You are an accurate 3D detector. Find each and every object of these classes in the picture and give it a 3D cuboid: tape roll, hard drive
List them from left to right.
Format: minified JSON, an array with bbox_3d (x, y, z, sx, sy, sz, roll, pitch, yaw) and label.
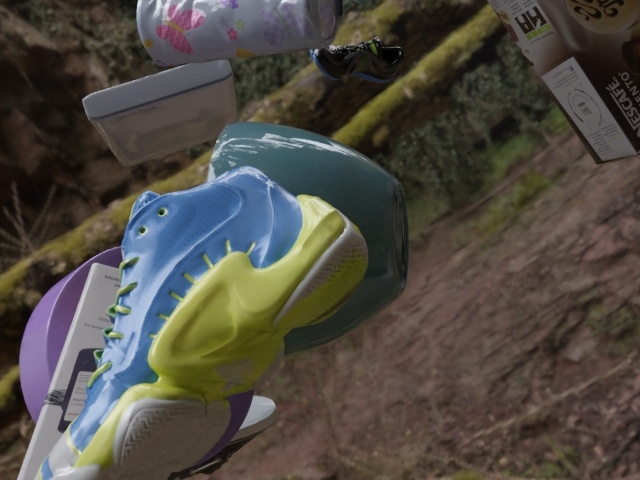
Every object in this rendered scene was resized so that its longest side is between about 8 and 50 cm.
[{"bbox_3d":[-0.215,0.147,1.192,0.275,0.275,0.090,-16,-6,-40],"label":"tape roll"},{"bbox_3d":[-0.257,-0.212,1.681,0.233,0.047,0.353,-19,-6,-5],"label":"hard drive"}]

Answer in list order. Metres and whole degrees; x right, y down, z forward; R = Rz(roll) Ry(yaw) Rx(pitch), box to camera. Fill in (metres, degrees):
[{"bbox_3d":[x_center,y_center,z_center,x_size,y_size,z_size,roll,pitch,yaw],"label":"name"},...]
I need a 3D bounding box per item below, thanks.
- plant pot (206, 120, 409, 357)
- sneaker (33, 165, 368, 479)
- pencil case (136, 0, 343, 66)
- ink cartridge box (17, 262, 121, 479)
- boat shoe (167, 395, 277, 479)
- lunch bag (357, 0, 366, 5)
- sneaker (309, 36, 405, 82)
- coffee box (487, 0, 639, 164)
[{"bbox_3d":[0.000,0.000,1.171,0.195,0.290,0.290,-1,-14,13],"label":"plant pot"},{"bbox_3d":[-0.090,0.051,0.577,0.240,0.126,0.091,-41,-23,-12],"label":"sneaker"},{"bbox_3d":[-0.113,-0.309,1.337,0.273,0.124,0.113,-4,11,20],"label":"pencil case"},{"bbox_3d":[-0.206,0.165,0.999,0.172,0.100,0.237,87,-162,-73],"label":"ink cartridge box"},{"bbox_3d":[-0.159,0.277,1.340,0.219,0.078,0.070,-19,-62,-6],"label":"boat shoe"},{"bbox_3d":[0.013,-0.544,1.585,0.262,0.160,0.223,28,-78,-34],"label":"lunch bag"},{"bbox_3d":[0.061,-0.304,1.613,0.188,0.067,0.078,-2,-31,-38],"label":"sneaker"},{"bbox_3d":[0.395,-0.277,1.387,0.168,0.297,0.119,-37,7,-13],"label":"coffee box"}]
